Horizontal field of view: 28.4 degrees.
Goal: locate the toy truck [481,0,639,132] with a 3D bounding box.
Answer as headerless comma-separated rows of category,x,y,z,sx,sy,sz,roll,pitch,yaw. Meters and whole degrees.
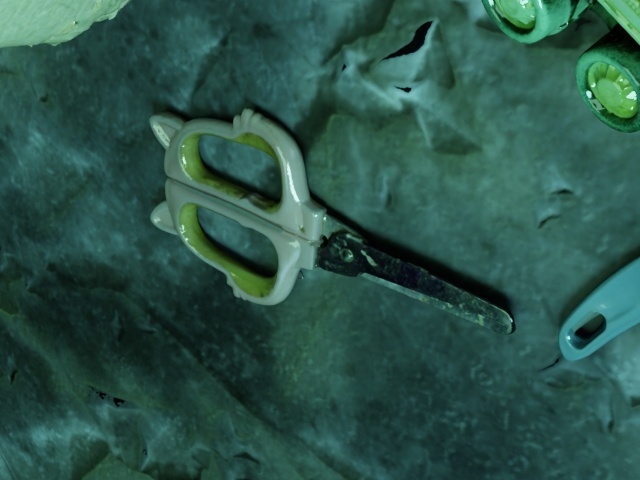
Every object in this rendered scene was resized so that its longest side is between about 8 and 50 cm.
toy truck,0.203,-0.089,0.563,0.260,0.128,0.135,52,160,7

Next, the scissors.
scissors,0.000,0.000,0.896,0.317,0.024,0.160,24,126,28

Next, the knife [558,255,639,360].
knife,0.227,-0.019,0.702,0.044,0.019,0.313,50,134,9

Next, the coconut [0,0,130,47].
coconut,-0.186,-0.287,0.663,0.360,0.346,0.346,-32,92,48
